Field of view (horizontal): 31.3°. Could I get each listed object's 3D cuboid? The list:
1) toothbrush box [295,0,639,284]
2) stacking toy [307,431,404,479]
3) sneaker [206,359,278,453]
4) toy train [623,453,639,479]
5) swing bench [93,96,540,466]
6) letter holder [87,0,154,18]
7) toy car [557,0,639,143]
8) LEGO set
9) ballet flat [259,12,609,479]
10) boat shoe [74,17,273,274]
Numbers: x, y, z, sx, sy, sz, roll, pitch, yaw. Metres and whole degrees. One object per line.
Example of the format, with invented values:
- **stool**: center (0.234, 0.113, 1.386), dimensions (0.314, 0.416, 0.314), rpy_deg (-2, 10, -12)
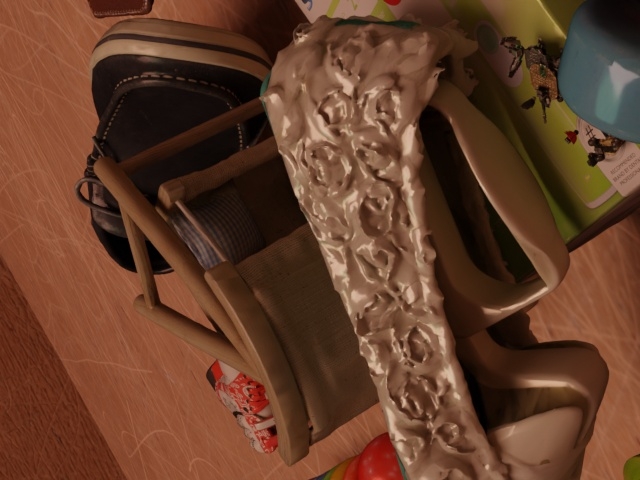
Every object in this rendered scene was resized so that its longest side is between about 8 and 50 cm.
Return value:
- **toothbrush box**: center (0.114, -0.138, 0.712), dimensions (0.283, 0.122, 0.206), rpy_deg (58, 155, 10)
- **stacking toy**: center (0.047, 0.309, 1.327), dimensions (0.141, 0.141, 0.330), rpy_deg (55, 151, 13)
- **sneaker**: center (-0.071, 0.185, 1.463), dimensions (0.145, 0.090, 0.270), rpy_deg (54, 158, 12)
- **toy train**: center (0.248, 0.130, 0.717), dimensions (0.105, 0.143, 0.248), rpy_deg (49, 153, 26)
- **swing bench**: center (0.000, 0.000, 0.921), dimensions (0.255, 0.253, 0.165), rpy_deg (36, 146, 42)
- **letter holder**: center (-0.137, -0.351, 0.931), dimensions (0.214, 0.152, 0.301), rpy_deg (15, 130, 55)
- **toy car**: center (0.159, -0.199, 0.490), dimensions (0.238, 0.210, 0.219), rpy_deg (-125, 32, -43)
- **LEGO set**: center (0.127, -0.078, 0.593), dimensions (0.083, 0.023, 0.054), rpy_deg (55, 157, -16)
- **ballet flat**: center (0.092, 0.054, 0.679), dimensions (0.147, 0.147, 0.408), rpy_deg (12, 131, 59)
- **boat shoe**: center (-0.154, -0.080, 1.179), dimensions (0.500, 0.187, 0.155), rpy_deg (129, 147, -69)
